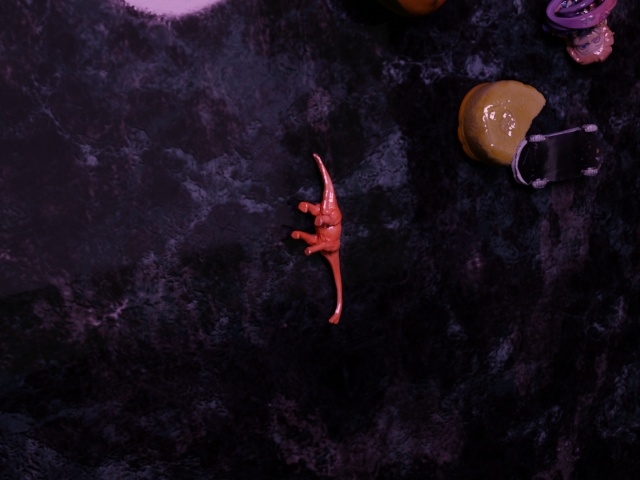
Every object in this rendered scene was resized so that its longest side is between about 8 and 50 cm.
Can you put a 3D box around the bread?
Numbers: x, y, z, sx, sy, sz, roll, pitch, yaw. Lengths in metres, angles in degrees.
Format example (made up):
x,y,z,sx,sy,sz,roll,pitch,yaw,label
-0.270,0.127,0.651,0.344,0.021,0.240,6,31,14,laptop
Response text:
x,y,z,sx,sy,sz,roll,pitch,yaw,label
0.304,-0.211,1.213,0.125,0.086,0.156,37,82,-16,bread

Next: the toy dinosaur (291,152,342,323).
x,y,z,sx,sy,sz,roll,pitch,yaw,label
0.005,0.001,1.142,0.101,0.055,0.280,-5,102,-46,toy dinosaur

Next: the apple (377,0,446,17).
x,y,z,sx,sy,sz,roll,pitch,yaw,label
0.142,-0.413,1.050,0.147,0.163,0.146,41,92,-10,apple

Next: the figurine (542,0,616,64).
x,y,z,sx,sy,sz,roll,pitch,yaw,label
0.462,-0.383,1.240,0.126,0.114,0.157,-32,148,19,figurine

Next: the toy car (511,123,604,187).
x,y,z,sx,sy,sz,roll,pitch,yaw,label
0.434,-0.156,1.294,0.205,0.056,0.095,-12,106,-17,toy car
